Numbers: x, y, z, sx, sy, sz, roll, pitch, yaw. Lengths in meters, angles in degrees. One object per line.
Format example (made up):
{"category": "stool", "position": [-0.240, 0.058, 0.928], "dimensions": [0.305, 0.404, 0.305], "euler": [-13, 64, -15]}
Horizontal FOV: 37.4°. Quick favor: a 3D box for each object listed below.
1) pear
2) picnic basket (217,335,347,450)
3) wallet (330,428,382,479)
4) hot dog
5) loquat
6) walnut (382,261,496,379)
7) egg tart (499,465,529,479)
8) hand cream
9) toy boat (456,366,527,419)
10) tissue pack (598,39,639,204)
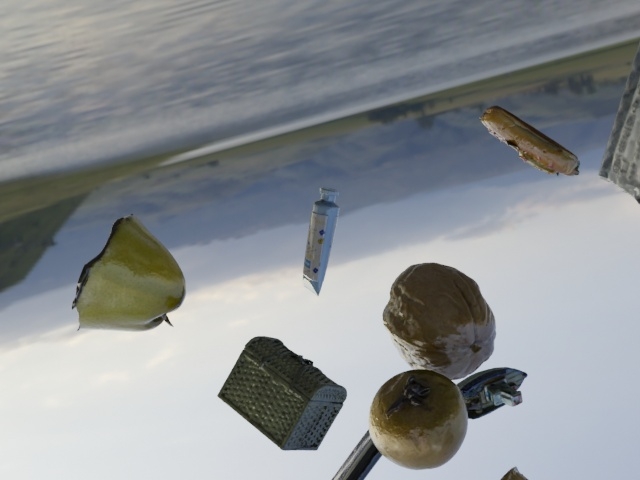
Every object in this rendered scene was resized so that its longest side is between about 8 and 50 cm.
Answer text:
{"category": "pear", "position": [-0.345, 0.084, 1.817], "dimensions": [0.178, 0.266, 0.267], "euler": [21, -171, -1]}
{"category": "picnic basket", "position": [-0.070, 0.293, 1.849], "dimensions": [0.196, 0.154, 0.134], "euler": [33, -172, 34]}
{"category": "wallet", "position": [0.108, 0.621, 2.609], "dimensions": [0.406, 0.062, 0.228], "euler": [-52, 180, -12]}
{"category": "hot dog", "position": [0.463, -0.211, 2.089], "dimensions": [0.076, 0.250, 0.104], "euler": [-55, 180, 11]}
{"category": "loquat", "position": [0.226, 0.409, 2.187], "dimensions": [0.244, 0.243, 0.244], "euler": [-15, -173, 2]}
{"category": "walnut", "position": [0.294, 0.203, 2.383], "dimensions": [0.252, 0.277, 0.313], "euler": [-37, -149, -14]}
{"category": "egg tart", "position": [0.354, 0.521, 1.676], "dimensions": [0.147, 0.202, 0.202], "euler": [28, -155, 19]}
{"category": "hand cream", "position": [0.000, 0.000, 1.524], "dimensions": [0.043, 0.170, 0.065], "euler": [5, -168, -24]}
{"category": "toy boat", "position": [0.442, 0.413, 2.504], "dimensions": [0.262, 0.114, 0.115], "euler": [-19, -155, -8]}
{"category": "tissue pack", "position": [0.520, -0.227, 1.106], "dimensions": [0.288, 0.394, 0.124], "euler": [4, -156, -19]}
